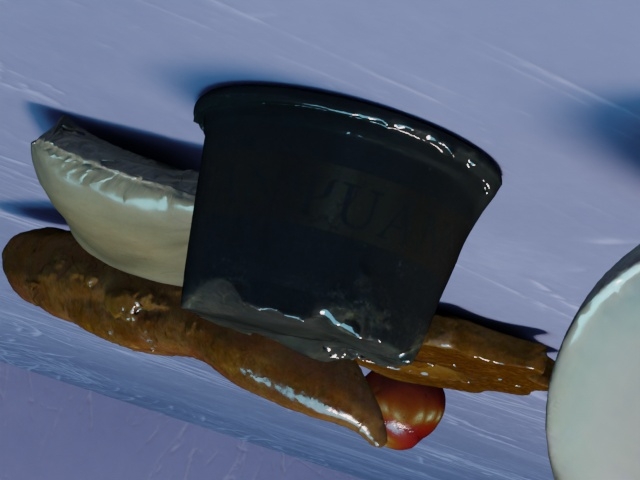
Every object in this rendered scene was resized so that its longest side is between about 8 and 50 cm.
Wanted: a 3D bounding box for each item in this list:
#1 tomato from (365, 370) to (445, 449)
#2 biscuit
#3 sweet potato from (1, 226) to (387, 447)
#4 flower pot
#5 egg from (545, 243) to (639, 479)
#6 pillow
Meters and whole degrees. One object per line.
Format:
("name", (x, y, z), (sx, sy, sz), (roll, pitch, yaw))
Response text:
("tomato", (0.074, 0.157, 1.569), (0.087, 0.075, 0.087), (17, 166, 4))
("biscuit", (0.091, 0.080, 1.272), (0.182, 0.034, 0.215), (23, 164, -39))
("sweet potato", (-0.098, 0.039, 1.184), (0.355, 0.095, 0.106), (21, 128, 30))
("flower pot", (0.000, 0.000, 0.820), (0.157, 0.106, 0.157), (16, 170, 3))
("egg", (0.222, 0.061, 0.696), (0.206, 0.162, 0.271), (44, 138, 14))
("pillow", (-0.107, -0.016, 1.019), (0.119, 0.053, 0.208), (12, 165, 5))
